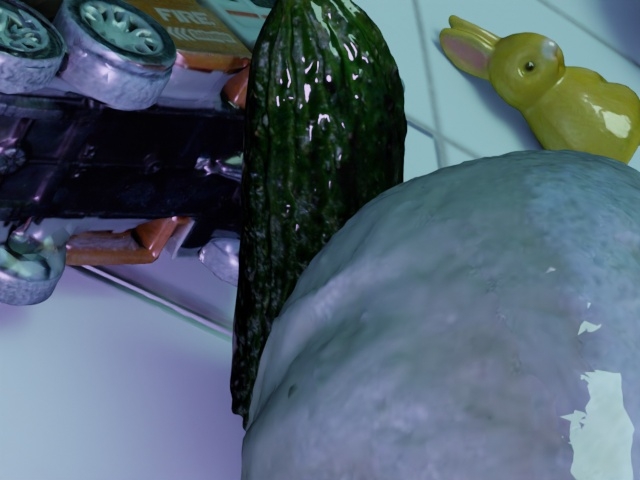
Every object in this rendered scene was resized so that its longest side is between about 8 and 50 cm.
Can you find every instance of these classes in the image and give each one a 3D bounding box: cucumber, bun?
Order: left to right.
[{"bbox_3d":[0.001,0.000,0.756,0.077,0.265,0.077,4,44,-4],"label":"cucumber"},{"bbox_3d":[0.086,0.147,0.683,0.362,0.211,0.362,-14,90,-72],"label":"bun"}]

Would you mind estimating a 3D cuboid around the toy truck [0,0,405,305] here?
[{"bbox_3d":[-0.107,-0.080,0.798,0.338,0.133,0.184,-1,42,-48],"label":"toy truck"}]

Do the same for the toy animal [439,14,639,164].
[{"bbox_3d":[0.153,-0.106,1.196,0.159,0.070,0.083,39,35,-7],"label":"toy animal"}]
